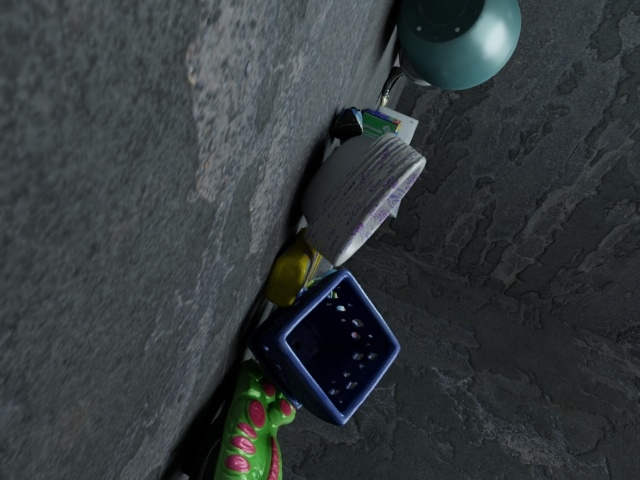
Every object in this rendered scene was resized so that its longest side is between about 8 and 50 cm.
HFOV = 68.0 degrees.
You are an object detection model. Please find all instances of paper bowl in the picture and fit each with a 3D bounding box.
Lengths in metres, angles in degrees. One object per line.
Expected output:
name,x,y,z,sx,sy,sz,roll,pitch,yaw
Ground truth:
paper bowl,0.070,-0.096,0.971,0.284,0.148,0.284,-48,172,-9

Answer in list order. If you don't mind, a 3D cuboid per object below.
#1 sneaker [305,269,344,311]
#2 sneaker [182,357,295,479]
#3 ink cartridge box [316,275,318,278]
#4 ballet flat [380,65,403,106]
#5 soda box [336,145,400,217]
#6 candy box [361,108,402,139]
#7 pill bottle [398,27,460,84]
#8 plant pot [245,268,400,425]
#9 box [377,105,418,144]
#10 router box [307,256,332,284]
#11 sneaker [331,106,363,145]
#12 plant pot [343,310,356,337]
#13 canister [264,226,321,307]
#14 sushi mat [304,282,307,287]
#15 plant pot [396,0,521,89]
sneaker,0.022,0.161,1.490,0.319,0.127,0.208,-69,169,-48
sneaker,-0.178,0.398,0.974,0.202,0.185,0.483,-36,-177,7
ink cartridge box,-0.111,0.314,1.703,0.324,0.071,0.330,101,12,-62
ballet flat,0.257,-0.557,1.714,0.057,0.049,0.173,94,20,-75
soda box,0.128,-0.148,1.249,0.286,0.091,0.098,24,81,-60
candy box,0.144,-0.246,1.505,0.268,0.122,0.317,-51,163,-70
pill bottle,0.360,-0.639,1.519,0.361,0.204,0.204,-35,148,-82
plant pot,-0.009,0.227,1.030,0.236,0.236,0.212,-42,-166,-34
box,0.249,-0.343,1.965,0.345,0.168,0.215,106,9,-63
router box,0.001,0.135,2.023,0.301,0.082,0.336,-56,168,-69
sneaker,0.058,-0.248,0.992,0.162,0.063,0.073,32,59,-84
plant pot,0.028,0.277,1.653,0.201,0.201,0.180,108,-8,-53
canister,-0.053,0.057,1.038,0.170,0.073,0.126,-54,168,-64
sushi mat,-0.063,0.162,1.427,0.151,0.019,0.317,-62,162,-59
plant pot,0.312,-0.530,1.127,0.235,0.293,0.293,-12,127,-64
